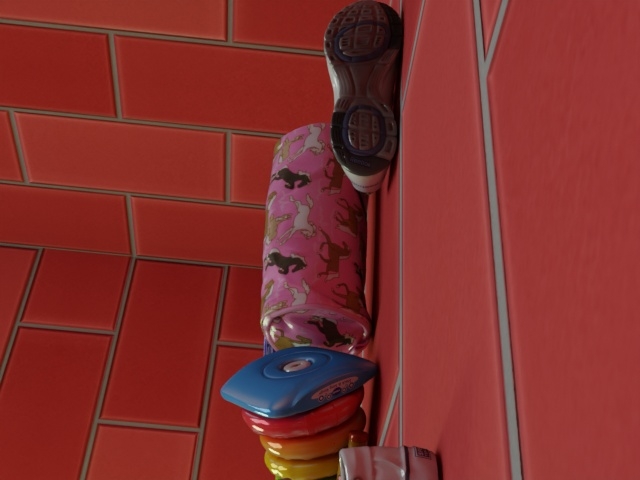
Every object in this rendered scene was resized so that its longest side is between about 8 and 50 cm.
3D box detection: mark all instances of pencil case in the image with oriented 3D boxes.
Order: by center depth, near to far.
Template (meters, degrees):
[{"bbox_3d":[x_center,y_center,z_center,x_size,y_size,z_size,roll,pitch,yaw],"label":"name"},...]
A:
[{"bbox_3d":[0.000,0.000,1.440,0.160,0.167,0.386,65,-158,-47],"label":"pencil case"}]

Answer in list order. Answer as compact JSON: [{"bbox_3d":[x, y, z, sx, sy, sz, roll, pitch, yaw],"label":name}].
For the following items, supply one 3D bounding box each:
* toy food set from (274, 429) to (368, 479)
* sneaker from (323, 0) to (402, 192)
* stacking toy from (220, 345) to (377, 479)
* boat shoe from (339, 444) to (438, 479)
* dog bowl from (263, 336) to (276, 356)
[{"bbox_3d":[-0.009,0.291,1.082,0.111,0.232,0.105,12,98,47],"label":"toy food set"},{"bbox_3d":[0.057,-0.204,1.337,0.129,0.111,0.297,85,-170,-66],"label":"sneaker"},{"bbox_3d":[-0.004,0.303,1.251,0.165,0.175,0.302,7,111,55],"label":"stacking toy"},{"bbox_3d":[0.036,0.283,0.706,0.095,0.084,0.258,103,172,-75],"label":"boat shoe"},{"bbox_3d":[-0.028,0.192,1.861,0.265,0.104,0.265,2,-90,-79],"label":"dog bowl"}]
